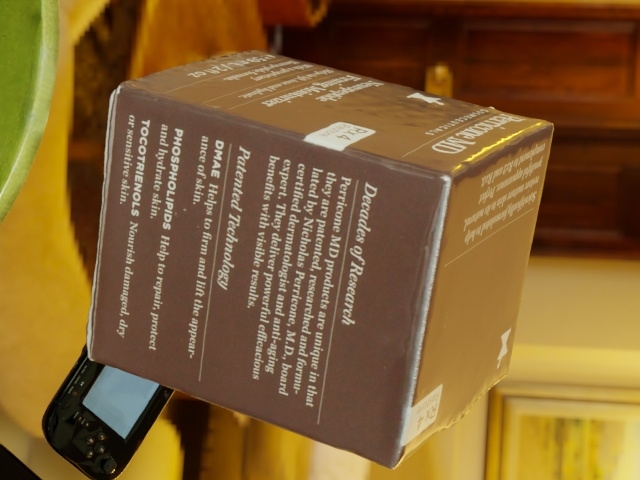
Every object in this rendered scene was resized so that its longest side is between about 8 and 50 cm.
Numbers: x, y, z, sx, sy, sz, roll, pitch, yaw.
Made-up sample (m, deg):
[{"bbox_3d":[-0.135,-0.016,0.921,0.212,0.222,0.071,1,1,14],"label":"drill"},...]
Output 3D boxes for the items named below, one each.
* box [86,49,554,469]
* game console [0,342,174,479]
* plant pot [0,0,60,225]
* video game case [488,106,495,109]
[{"bbox_3d":[0.000,0.000,0.907,0.168,0.203,0.167,-27,130,-60],"label":"box"},{"bbox_3d":[-0.209,0.166,1.340,0.361,0.044,0.213,-59,142,-20],"label":"game console"},{"bbox_3d":[-0.383,-0.116,0.864,0.353,0.367,0.366,5,-86,57],"label":"plant pot"},{"bbox_3d":[0.029,0.002,1.182,0.193,0.023,0.212,-34,168,-43],"label":"video game case"}]
